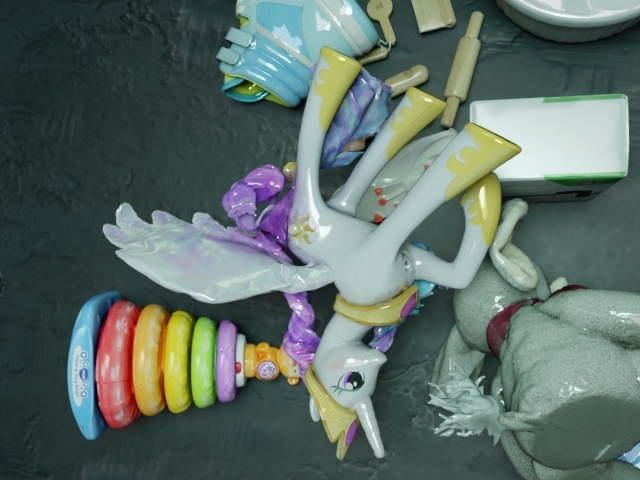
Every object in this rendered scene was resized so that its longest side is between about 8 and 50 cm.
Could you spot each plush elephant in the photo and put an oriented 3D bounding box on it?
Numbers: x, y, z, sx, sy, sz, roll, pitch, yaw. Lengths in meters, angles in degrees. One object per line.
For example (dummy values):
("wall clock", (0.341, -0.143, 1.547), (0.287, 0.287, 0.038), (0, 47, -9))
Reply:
("plush elephant", (0.247, 0.114, 0.741), (0.330, 0.255, 0.272), (13, 126, -14))

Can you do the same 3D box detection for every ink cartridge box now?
("ink cartridge box", (0.246, -0.095, 0.770), (0.153, 0.208, 0.087), (-1, 86, 13))

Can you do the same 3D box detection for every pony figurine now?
("pony figurine", (0.000, 0.000, 0.714), (0.351, 0.303, 0.363), (36, 111, 30))

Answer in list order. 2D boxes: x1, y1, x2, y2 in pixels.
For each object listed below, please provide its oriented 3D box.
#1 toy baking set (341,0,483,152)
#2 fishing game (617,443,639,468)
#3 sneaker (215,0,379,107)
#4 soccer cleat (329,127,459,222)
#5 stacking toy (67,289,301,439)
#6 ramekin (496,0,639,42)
("toy baking set", (0.106, -0.221, 0.908), (0.197, 0.030, 0.256), (9, 80, 19))
("fishing game", (0.403, 0.286, 0.781), (0.264, 0.041, 0.189), (3, 78, 17))
("sneaker", (-0.092, -0.313, 0.914), (0.208, 0.127, 0.319), (-43, 69, 12))
("soccer cleat", (0.100, -0.081, 0.880), (0.196, 0.076, 0.068), (-25, 119, 23))
("stacking toy", (-0.153, 0.157, 0.877), (0.302, 0.166, 0.175), (1, 93, -2))
("ramekin", (0.319, -0.369, 0.825), (0.273, 0.127, 0.273), (-1, 84, 12))
